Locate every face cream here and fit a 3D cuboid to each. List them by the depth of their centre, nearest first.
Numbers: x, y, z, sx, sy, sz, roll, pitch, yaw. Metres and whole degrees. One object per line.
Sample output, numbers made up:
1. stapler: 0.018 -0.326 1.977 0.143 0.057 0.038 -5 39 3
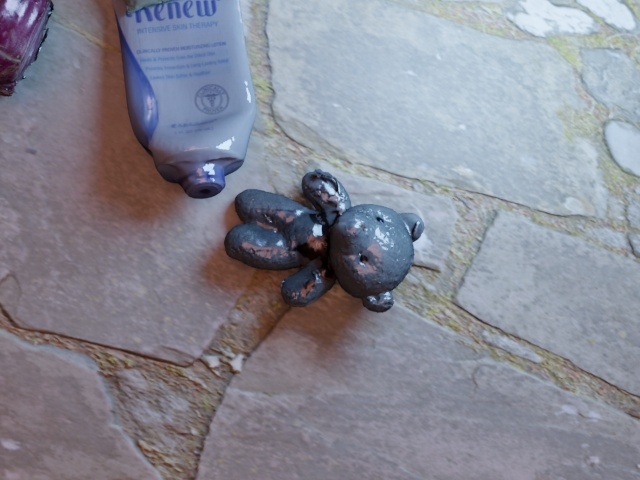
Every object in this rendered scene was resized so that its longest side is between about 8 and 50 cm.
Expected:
1. face cream: -0.231 -0.279 1.088 0.235 0.137 0.419 -9 78 -6

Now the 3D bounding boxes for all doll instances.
1. doll: 0.003 -0.001 1.069 0.341 0.158 0.245 18 74 -4

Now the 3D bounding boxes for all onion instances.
1. onion: -0.561 -0.373 0.978 0.257 0.230 0.272 1 95 -7

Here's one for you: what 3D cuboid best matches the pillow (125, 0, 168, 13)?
1. pillow: -0.300 -0.525 1.077 0.149 0.050 0.229 -17 88 -1
